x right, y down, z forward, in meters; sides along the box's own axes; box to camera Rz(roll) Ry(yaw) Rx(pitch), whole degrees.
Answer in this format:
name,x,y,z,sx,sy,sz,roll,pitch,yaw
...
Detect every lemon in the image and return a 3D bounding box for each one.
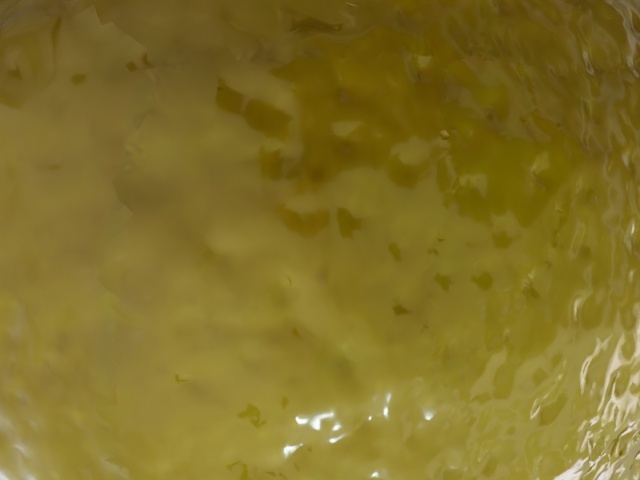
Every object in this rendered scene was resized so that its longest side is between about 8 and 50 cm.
name,x,y,z,sx,sy,sz,roll,pitch,yaw
lemon,0.000,0.000,0.527,0.310,0.253,0.253,-16,159,-45
